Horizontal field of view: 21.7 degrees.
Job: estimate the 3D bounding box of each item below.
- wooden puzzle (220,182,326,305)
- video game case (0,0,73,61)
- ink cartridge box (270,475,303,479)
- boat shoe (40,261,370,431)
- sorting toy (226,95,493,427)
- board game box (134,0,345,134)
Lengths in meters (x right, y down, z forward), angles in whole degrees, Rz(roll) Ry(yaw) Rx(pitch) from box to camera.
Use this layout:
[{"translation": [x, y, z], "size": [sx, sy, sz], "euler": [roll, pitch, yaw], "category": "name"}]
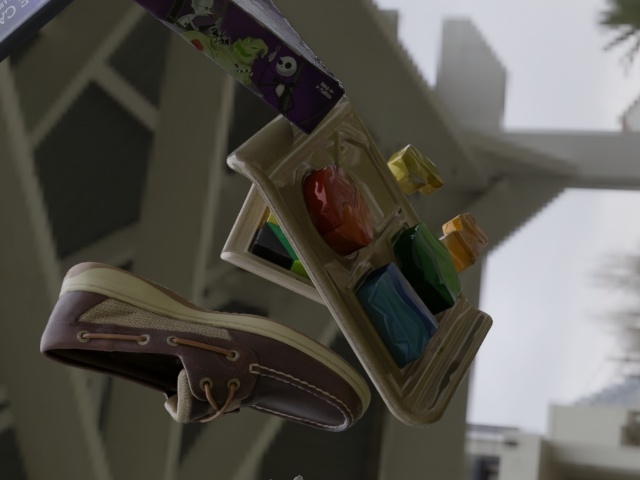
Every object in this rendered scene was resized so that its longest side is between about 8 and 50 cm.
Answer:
[{"translation": [0.000, 0.000, 2.160], "size": [0.238, 0.221, 0.044], "euler": [-70, 5, -57], "category": "wooden puzzle"}, {"translation": [-0.292, -0.316, 1.536], "size": [0.026, 0.196, 0.274], "euler": [19, -141, -59], "category": "video game case"}, {"translation": [-0.054, 0.326, 1.738], "size": [0.104, 0.060, 0.180], "euler": [-38, -48, -32], "category": "ink cartridge box"}, {"translation": [-0.121, 0.139, 1.714], "size": [0.123, 0.342, 0.123], "euler": [116, 176, -55], "category": "boat shoe"}, {"translation": [0.055, -0.014, 1.241], "size": [0.229, 0.041, 0.307], "euler": [55, -155, -6], "category": "sorting toy"}, {"translation": [-0.144, -0.219, 1.151], "size": [0.347, 0.208, 0.056], "euler": [35, -83, -32], "category": "board game box"}]
